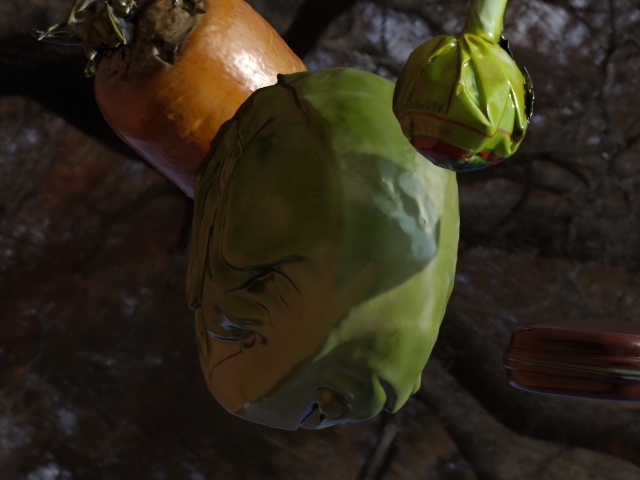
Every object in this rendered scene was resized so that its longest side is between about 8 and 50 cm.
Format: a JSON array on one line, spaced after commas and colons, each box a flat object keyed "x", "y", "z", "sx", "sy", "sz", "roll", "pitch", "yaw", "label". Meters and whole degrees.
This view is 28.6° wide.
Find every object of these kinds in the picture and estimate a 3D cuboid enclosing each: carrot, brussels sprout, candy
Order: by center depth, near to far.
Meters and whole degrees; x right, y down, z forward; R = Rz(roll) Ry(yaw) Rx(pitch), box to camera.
[{"x": 0.079, "y": -0.125, "z": 0.550, "sx": 0.058, "sy": 0.062, "sz": 0.194, "roll": -97, "pitch": -160, "yaw": -83, "label": "candy"}, {"x": 0.000, "y": 0.000, "z": 1.136, "sx": 0.328, "sy": 0.247, "sz": 0.328, "roll": -163, "pitch": -90, "yaw": -82, "label": "brussels sprout"}, {"x": -0.127, "y": -0.166, "z": 1.316, "sx": 0.193, "sy": 0.331, "sz": 0.214, "roll": -26, "pitch": -137, "yaw": 32, "label": "carrot"}]

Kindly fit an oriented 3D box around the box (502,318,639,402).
[{"x": 0.438, "y": 0.182, "z": 1.935, "sx": 0.263, "sy": 0.404, "sz": 0.108, "roll": 3, "pitch": -91, "yaw": 26, "label": "box"}]
